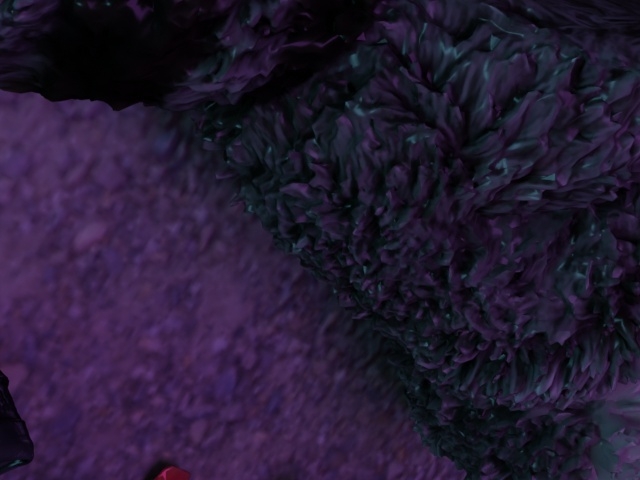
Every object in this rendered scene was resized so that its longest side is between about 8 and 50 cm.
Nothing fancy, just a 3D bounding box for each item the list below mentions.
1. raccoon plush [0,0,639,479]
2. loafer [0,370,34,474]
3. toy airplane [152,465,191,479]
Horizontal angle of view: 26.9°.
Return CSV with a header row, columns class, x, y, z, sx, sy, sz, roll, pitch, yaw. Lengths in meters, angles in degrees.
class,x,y,z,sx,sy,sz,roll,pitch,yaw
raccoon plush,0.000,0.000,0.587,0.446,0.216,0.299,10,121,-13
loafer,-0.205,0.107,0.467,0.223,0.078,0.076,-33,169,-26
toy airplane,-0.064,0.168,0.662,0.151,0.028,0.151,-17,123,-27
